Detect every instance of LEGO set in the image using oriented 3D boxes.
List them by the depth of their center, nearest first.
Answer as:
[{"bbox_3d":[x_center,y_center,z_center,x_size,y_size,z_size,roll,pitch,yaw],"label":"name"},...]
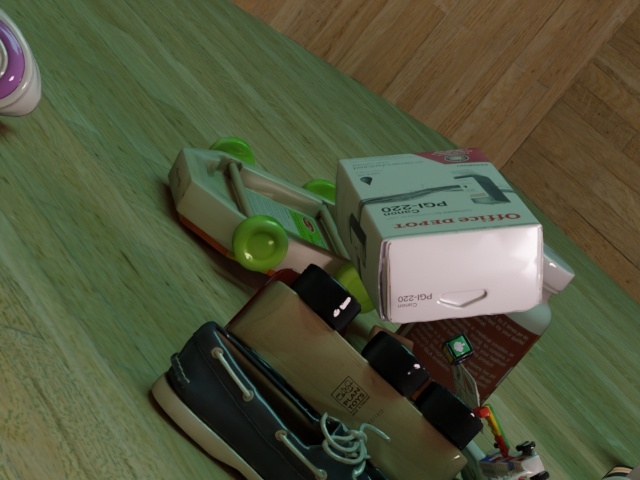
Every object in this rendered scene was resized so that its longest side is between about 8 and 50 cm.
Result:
[{"bbox_3d":[0.148,0.201,1.462,0.182,0.060,0.244,52,-19,46],"label":"LEGO set"}]

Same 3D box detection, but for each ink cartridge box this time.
[{"bbox_3d":[0.111,-0.009,1.589,0.158,0.092,0.218,-6,26,-9],"label":"ink cartridge box"}]

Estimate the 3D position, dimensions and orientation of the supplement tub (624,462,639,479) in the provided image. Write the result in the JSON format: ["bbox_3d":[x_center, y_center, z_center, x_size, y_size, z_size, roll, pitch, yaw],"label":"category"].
[{"bbox_3d":[0.406,0.339,1.392,0.241,0.241,0.331,27,26,-46],"label":"supplement tub"}]

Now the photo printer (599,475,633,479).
[{"bbox_3d":[0.279,0.342,1.113,0.307,0.107,0.256,35,48,-19],"label":"photo printer"}]

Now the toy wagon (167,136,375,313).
[{"bbox_3d":[0.000,0.000,1.773,0.344,0.068,0.267,25,16,-19],"label":"toy wagon"}]

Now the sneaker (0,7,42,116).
[{"bbox_3d":[-0.379,-0.219,1.522,0.305,0.114,0.152,45,-2,9],"label":"sneaker"}]

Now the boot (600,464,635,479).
[{"bbox_3d":[0.393,0.344,1.832,0.198,0.077,0.137,40,16,7],"label":"boot"}]

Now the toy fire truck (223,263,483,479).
[{"bbox_3d":[0.020,0.115,1.408,0.217,0.158,0.246,43,-9,-7],"label":"toy fire truck"}]

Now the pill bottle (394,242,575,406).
[{"bbox_3d":[0.164,0.088,1.709,0.121,0.216,0.121,37,12,-9],"label":"pill bottle"}]

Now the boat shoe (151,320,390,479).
[{"bbox_3d":[-0.008,0.161,1.231,0.254,0.079,0.095,40,11,2],"label":"boat shoe"}]
